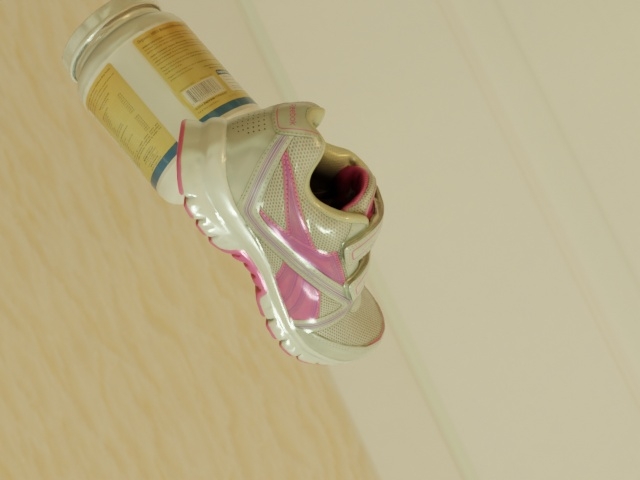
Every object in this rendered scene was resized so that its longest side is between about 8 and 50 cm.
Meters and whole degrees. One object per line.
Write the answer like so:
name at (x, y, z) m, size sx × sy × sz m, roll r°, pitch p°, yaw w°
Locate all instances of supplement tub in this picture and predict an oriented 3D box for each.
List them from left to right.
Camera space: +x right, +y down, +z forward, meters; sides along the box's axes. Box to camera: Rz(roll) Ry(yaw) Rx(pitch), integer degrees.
supplement tub at (-0.169, -0.154, 1.191) m, size 0.144 × 0.199 × 0.144 m, roll -39°, pitch 171°, yaw -7°

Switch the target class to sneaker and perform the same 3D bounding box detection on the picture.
sneaker at (0.000, 0.000, 0.800) m, size 0.111 × 0.103 × 0.252 m, roll -18°, pitch 135°, yaw 17°
